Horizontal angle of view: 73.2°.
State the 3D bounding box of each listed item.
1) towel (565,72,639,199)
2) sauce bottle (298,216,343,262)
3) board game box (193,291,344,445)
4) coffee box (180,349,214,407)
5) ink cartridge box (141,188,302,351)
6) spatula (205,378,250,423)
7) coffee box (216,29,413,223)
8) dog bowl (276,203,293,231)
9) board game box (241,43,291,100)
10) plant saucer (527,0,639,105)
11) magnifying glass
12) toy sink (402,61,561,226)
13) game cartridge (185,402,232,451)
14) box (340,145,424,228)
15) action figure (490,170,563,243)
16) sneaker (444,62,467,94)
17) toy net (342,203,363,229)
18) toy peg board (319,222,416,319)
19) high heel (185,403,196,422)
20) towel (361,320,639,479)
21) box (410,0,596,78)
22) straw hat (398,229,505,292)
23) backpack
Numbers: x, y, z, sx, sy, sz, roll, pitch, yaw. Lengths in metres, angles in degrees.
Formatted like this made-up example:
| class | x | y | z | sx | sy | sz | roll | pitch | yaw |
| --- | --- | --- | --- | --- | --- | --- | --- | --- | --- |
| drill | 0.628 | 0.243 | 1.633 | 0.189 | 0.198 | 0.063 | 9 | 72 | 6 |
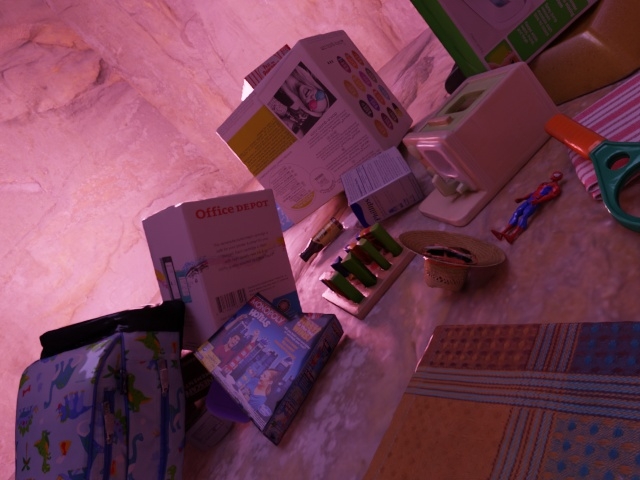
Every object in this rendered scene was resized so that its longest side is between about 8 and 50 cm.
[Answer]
| class | x | y | z | sx | sy | sz | roll | pitch | yaw |
| --- | --- | --- | --- | --- | --- | --- | --- | --- | --- |
| towel | 0.381 | -0.139 | 0.529 | 0.144 | 0.029 | 0.197 | -36 | 20 | 35 |
| sauce bottle | 0.000 | 0.000 | 1.050 | 0.128 | 0.042 | 0.042 | -47 | 18 | -1 |
| board game box | -0.068 | 0.174 | 0.683 | 0.194 | 0.060 | 0.194 | -43 | 48 | -19 |
| coffee box | -0.299 | 0.268 | 0.973 | 0.141 | 0.098 | 0.246 | -28 | 13 | -16 |
| ink cartridge box | -0.193 | 0.055 | 0.851 | 0.198 | 0.269 | 0.197 | -16 | 4 | -42 |
| spatula | -0.155 | 0.242 | 0.844 | 0.296 | 0.084 | 0.030 | -96 | 24 | -75 |
| coffee box | 0.000 | -0.310 | 1.178 | 0.338 | 0.334 | 0.337 | -34 | 12 | 34 |
| dog bowl | -0.151 | -0.096 | 1.546 | 0.297 | 0.074 | 0.166 | -20 | 30 | 52 |
| board game box | -0.146 | -0.442 | 1.185 | 0.147 | 0.045 | 0.193 | -42 | 10 | -8 |
| plant saucer | 0.438 | -0.368 | 0.814 | 0.332 | 0.081 | 0.333 | -54 | 19 | -24 |
| magnifying glass | 0.321 | -0.087 | 0.471 | 0.092 | 0.026 | 0.231 | -46 | 31 | 22 |
| toy sink | 0.239 | -0.159 | 0.716 | 0.234 | 0.131 | 0.153 | -46 | 17 | 0 |
| game cartridge | -0.191 | 0.323 | 0.743 | 0.083 | 0.056 | 0.017 | -46 | 10 | 8 |
| box | 0.123 | -0.110 | 0.888 | 0.137 | 0.072 | 0.126 | -28 | 34 | 12 |
| action figure | 0.275 | -0.047 | 0.564 | 0.115 | 0.030 | 0.038 | -44 | 13 | -2 |
| sneaker | 0.411 | -0.474 | 1.097 | 0.222 | 0.083 | 0.118 | -34 | 21 | 35 |
| toy net | 0.117 | -0.095 | 0.999 | 0.122 | 0.045 | 0.232 | -29 | 25 | 37 |
| toy peg board | 0.064 | 0.037 | 0.764 | 0.161 | 0.079 | 0.161 | -48 | 18 | -10 |
| high heel | -0.376 | 0.410 | 0.933 | 0.244 | 0.082 | 0.117 | -17 | 20 | 32 |
| towel | 0.123 | 0.215 | 0.317 | 0.271 | 0.040 | 0.370 | -16 | 32 | 55 |
| box | 0.297 | -0.439 | 0.729 | 0.231 | 0.262 | 0.126 | -41 | 19 | 11 |
| straw hat | 0.164 | 0.035 | 0.564 | 0.144 | 0.145 | 0.061 | -113 | 26 | -71 |
| backpack | -0.356 | 0.305 | 0.712 | 0.290 | 0.355 | 0.273 | -16 | -6 | 23 |
